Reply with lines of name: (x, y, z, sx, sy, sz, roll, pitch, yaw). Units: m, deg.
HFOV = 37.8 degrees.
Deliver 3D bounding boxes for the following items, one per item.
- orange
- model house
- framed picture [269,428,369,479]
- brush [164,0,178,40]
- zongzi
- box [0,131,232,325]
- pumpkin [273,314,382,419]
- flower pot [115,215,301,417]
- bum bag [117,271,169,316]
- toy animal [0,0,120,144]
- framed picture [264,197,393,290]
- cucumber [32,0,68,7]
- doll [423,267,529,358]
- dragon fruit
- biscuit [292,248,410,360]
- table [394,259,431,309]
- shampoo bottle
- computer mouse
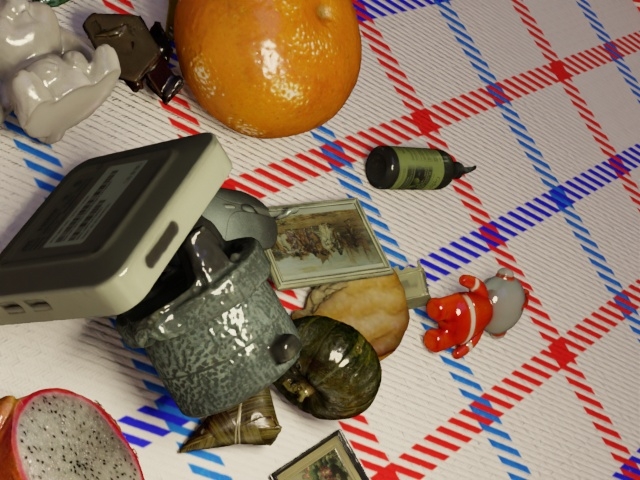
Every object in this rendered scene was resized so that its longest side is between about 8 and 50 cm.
orange: (-0.115, -0.410, 1.934, 0.424, 0.326, 0.424, 18, 66, -47)
model house: (-0.359, -0.354, 1.859, 0.141, 0.164, 0.203, -26, 63, 0)
framed picture: (0.017, 0.482, 1.763, 0.199, 0.010, 0.195, -25, 82, -41)
brush: (-0.320, -0.528, 2.042, 0.082, 0.010, 0.218, 30, 54, -50)
zongzi: (-0.178, 0.287, 1.695, 0.184, 0.084, 0.187, -6, 58, -16)
box: (-0.361, -0.024, 1.528, 0.090, 0.373, 0.367, 59, 42, -31)
pumpkin: (0.004, 0.241, 1.742, 0.224, 0.223, 0.157, 46, 52, -7)
flower pot: (-0.198, 0.121, 1.545, 0.299, 0.299, 0.283, -39, 108, -42)
bum bag: (-0.345, 0.085, 1.678, 0.248, 0.060, 0.123, 13, 56, -33)
toy animal: (-0.534, -0.323, 1.684, 0.265, 0.206, 0.271, 45, 49, 8)
framed picture: (0.000, 0.000, 1.934, 0.274, 0.017, 0.217, -8, 56, -27)
cucumber: (-0.504, -0.520, 1.889, 0.056, 0.056, 0.250, 46, 48, -7)
doll: (0.364, 0.153, 2.110, 0.336, 0.105, 0.200, -14, 114, -38)
dragon fruit: (-0.422, 0.386, 1.364, 0.305, 0.226, 0.305, 47, 17, -20)
biscuit: (0.074, 0.154, 1.925, 0.213, 0.091, 0.274, 51, 46, 1)
table: (0.204, 0.098, 2.044, 0.079, 0.062, 0.083, 58, 19, -67)
shampoo bottle: (0.242, -0.169, 2.210, 0.284, 0.101, 0.101, -1, 67, -37)
computer mouse: (-0.183, -0.045, 1.819, 0.379, 0.090, 0.167, -14, 62, -38)
